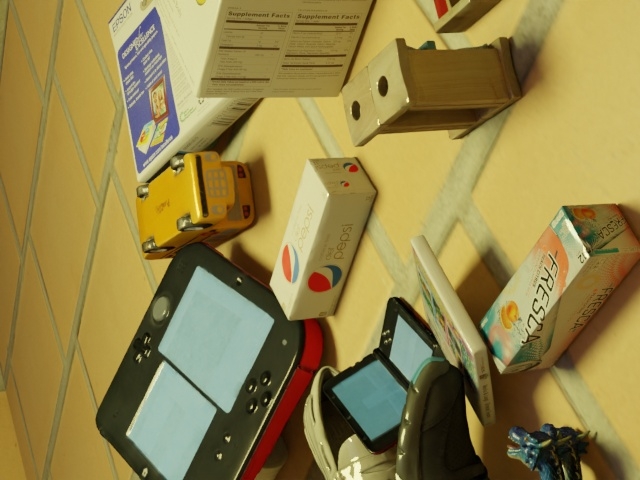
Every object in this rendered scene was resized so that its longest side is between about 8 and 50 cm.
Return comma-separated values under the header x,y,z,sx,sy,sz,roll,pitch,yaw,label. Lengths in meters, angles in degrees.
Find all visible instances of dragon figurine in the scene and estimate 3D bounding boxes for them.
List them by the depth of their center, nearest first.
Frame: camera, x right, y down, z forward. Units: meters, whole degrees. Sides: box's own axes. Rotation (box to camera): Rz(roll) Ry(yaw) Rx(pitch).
x,y,z,sx,sy,sz,roll,pitch,yaw,label
0.244,0.272,0.996,0.289,0.085,0.144,-132,44,-54,dragon figurine

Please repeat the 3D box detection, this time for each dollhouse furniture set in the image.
x,y,z,sx,sy,sz,roll,pitch,yaw,label
0.096,-0.203,1.173,0.129,0.129,0.183,-34,64,61,dollhouse furniture set

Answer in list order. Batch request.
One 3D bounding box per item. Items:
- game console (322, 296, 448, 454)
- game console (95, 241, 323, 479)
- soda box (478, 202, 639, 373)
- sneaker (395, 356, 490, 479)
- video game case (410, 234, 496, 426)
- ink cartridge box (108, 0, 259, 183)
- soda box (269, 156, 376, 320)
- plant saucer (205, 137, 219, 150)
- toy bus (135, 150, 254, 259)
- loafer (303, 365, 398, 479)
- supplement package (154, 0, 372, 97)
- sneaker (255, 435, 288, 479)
x,y,z,sx,sy,sz,roll,pitch,yaw,label
0.074,0.150,1.325,0.144,0.085,0.124,47,135,51,game console
-0.173,0.201,1.671,0.386,0.060,0.342,31,91,52,game console
0.213,0.046,1.049,0.183,0.063,0.058,115,142,-45,soda box
0.146,0.285,1.167,0.125,0.140,0.340,1,-93,-81,sneaker
0.136,0.093,1.192,0.143,0.019,0.157,74,173,-50,video game case
-0.215,-0.288,1.808,0.304,0.072,0.307,-36,58,46,ink cartridge box
0.000,0.000,1.473,0.074,0.069,0.216,-119,35,-41,soda box
-0.204,-0.242,1.890,0.195,0.038,0.194,19,112,61,plant saucer
-0.199,-0.049,1.803,0.333,0.130,0.108,155,109,-63,toy bus
0.057,0.267,1.343,0.319,0.112,0.111,-130,28,-51,loafer
-0.061,-0.334,1.396,0.199,0.198,0.262,64,147,38,supplement package
-0.156,0.282,1.796,0.292,0.108,0.169,62,142,38,sneaker
